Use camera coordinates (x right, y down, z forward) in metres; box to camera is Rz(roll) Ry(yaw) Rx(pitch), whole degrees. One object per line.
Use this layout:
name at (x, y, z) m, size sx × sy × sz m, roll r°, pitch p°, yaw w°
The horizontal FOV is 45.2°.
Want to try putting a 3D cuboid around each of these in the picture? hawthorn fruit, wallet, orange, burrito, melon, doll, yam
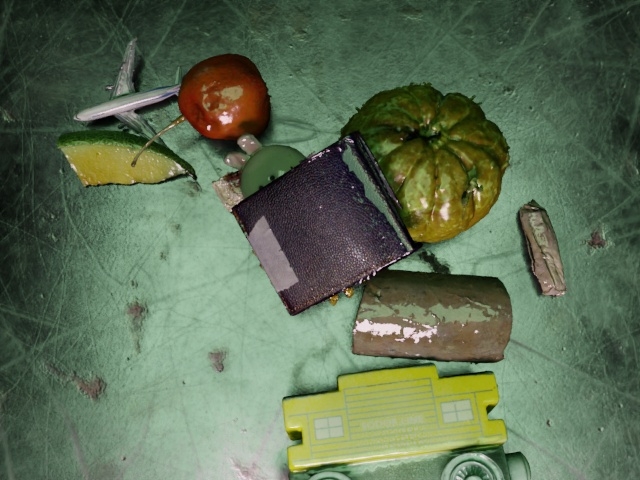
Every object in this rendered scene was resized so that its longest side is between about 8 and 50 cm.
hawthorn fruit at (-0.230, -0.232, 1.408) m, size 0.286 × 0.165 × 0.165 m, roll -23°, pitch 83°, yaw -3°
wallet at (0.007, -0.024, 1.258) m, size 0.262 × 0.071 × 0.221 m, roll -30°, pitch 91°, yaw 21°
orange at (0.169, -0.130, 1.354) m, size 0.301 × 0.223 × 0.300 m, roll 21°, pitch 57°, yaw 5°
burrito at (0.411, 0.013, 1.425) m, size 0.058 × 0.045 × 0.188 m, roll -6°, pitch 80°, yaw -26°
melon at (-0.364, -0.145, 1.447) m, size 0.262 × 0.053 × 0.114 m, roll 8°, pitch 106°, yaw -2°
doll at (-0.051, -0.071, 1.359) m, size 0.275 × 0.113 × 0.155 m, roll 47°, pitch 109°, yaw 8°
yam at (0.190, 0.133, 1.356) m, size 0.268 × 0.161 × 0.161 m, roll 4°, pitch 83°, yaw 2°

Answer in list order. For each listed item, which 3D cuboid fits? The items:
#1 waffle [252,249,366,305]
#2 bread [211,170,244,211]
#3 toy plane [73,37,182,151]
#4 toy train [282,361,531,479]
waffle at (0.000, 0.000, 1.429) m, size 0.229 × 0.051 × 0.231 m, roll 27°, pitch 85°, yaw 1°
bread at (-0.156, -0.100, 1.450) m, size 0.083 × 0.035 × 0.070 m, roll -28°, pitch 85°, yaw -6°
toy plane at (-0.355, -0.265, 1.461) m, size 0.226 × 0.058 × 0.225 m, roll -17°, pitch 95°, yaw 2°
toy train at (0.124, 0.352, 1.311) m, size 0.442 × 0.179 × 0.272 m, roll -7°, pitch 67°, yaw -1°
